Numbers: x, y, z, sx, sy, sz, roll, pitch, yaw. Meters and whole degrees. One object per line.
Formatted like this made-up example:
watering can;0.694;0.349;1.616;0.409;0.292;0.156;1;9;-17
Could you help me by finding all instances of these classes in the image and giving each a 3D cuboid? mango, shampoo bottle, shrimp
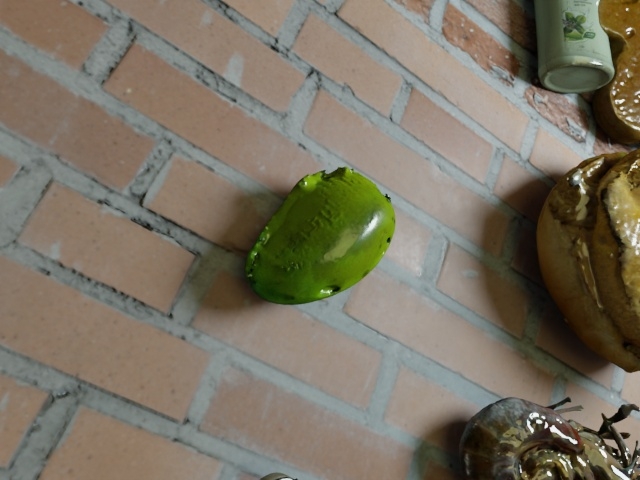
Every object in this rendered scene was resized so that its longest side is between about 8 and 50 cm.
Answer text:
mango;0.000;0.001;0.537;0.178;0.100;0.119;-39;61;-17
shampoo bottle;0.389;-0.358;0.786;0.118;0.087;0.235;5;78;-20
shrimp;0.323;0.266;0.616;0.342;0.116;0.145;14;76;-15

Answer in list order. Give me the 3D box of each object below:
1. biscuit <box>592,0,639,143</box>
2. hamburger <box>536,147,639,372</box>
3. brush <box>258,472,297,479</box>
biscuit;0.604;-0.306;0.844;0.381;0.074;0.359;-36;85;-7
hamburger;0.437;0.019;0.689;0.289;0.170;0.314;-37;95;-29
brush;0.010;0.358;0.498;0.070;0.065;0.328;-40;107;-31
